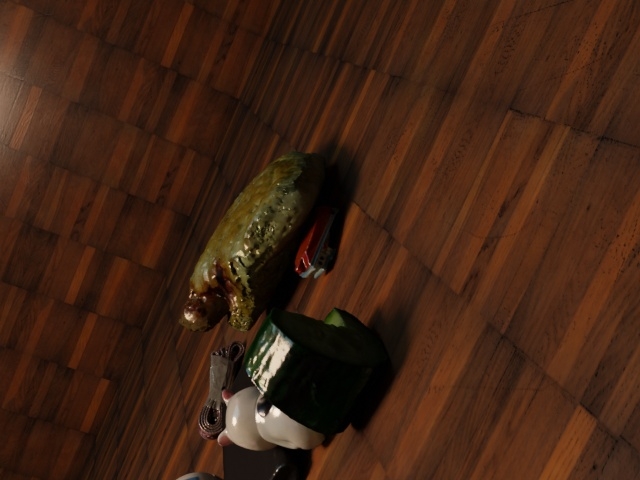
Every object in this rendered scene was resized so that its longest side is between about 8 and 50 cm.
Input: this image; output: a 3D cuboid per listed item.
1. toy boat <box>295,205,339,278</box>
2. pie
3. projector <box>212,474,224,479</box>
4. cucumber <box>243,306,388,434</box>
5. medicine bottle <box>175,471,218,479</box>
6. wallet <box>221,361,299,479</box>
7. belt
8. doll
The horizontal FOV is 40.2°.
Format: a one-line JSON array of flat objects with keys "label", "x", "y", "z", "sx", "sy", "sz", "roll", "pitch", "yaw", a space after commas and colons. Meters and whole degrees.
[{"label": "toy boat", "x": 0.000, "y": 0.000, "z": 1.674, "sx": 0.069, "sy": 0.058, "sz": 0.173, "roll": -45, "pitch": 22, "yaw": 51}, {"label": "pie", "x": -0.115, "y": -0.018, "z": 1.838, "sx": 0.418, "sy": 0.180, "sz": 0.395, "roll": -51, "pitch": 12, "yaw": 35}, {"label": "projector", "x": -0.284, "y": 0.606, "z": 1.723, "sx": 0.257, "sy": 0.079, "sz": 0.259, "roll": -36, "pitch": 24, "yaw": 53}, {"label": "cucumber", "x": -0.007, "y": 0.185, "z": 1.282, "sx": 0.130, "sy": 0.191, "sz": 0.191, "roll": -64, "pitch": 18, "yaw": 16}, {"label": "medicine bottle", "x": -0.214, "y": 0.508, "z": 1.557, "sx": 0.105, "sy": 0.105, "sz": 0.168, "roll": -60, "pitch": 34, "yaw": 27}, {"label": "wallet", "x": -0.115, "y": 0.361, "z": 1.589, "sx": 0.228, "sy": 0.062, "sz": 0.406, "roll": -61, "pitch": 19, "yaw": 21}, {"label": "belt", "x": -0.225, "y": 0.327, "z": 1.939, "sx": 0.053, "sy": 0.071, "sz": 0.232, "roll": 109, "pitch": 174, "yaw": -55}, {"label": "doll", "x": -0.070, "y": 0.280, "z": 1.394, "sx": 0.180, "sy": 0.107, "sz": 0.110, "roll": -15, "pitch": 49, "yaw": 30}]
